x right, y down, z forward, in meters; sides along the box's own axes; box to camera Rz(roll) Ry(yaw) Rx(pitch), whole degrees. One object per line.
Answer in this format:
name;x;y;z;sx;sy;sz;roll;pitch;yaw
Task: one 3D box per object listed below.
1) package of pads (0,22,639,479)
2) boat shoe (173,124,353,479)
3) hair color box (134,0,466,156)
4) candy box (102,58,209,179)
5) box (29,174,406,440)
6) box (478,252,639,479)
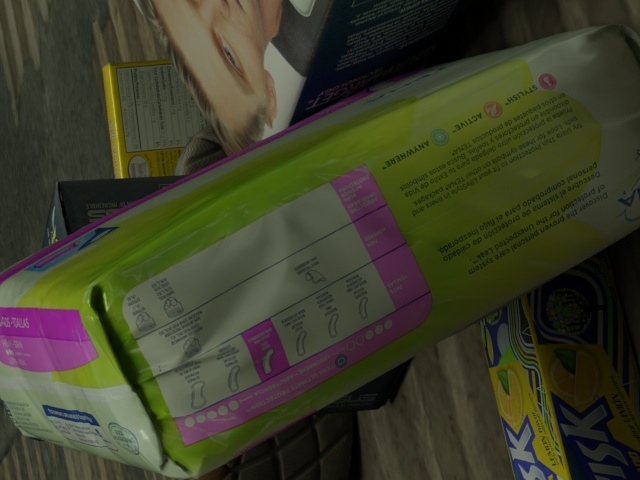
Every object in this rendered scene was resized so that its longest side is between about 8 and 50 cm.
package of pads;0.000;0.000;0.917;0.101;0.296;0.229;65;158;-9
boat shoe;-0.051;0.084;1.320;0.116;0.123;0.324;158;113;-71
hair color box;-0.009;-0.171;1.024;0.174;0.105;0.347;59;161;14
candy box;-0.092;-0.028;1.387;0.027;0.105;0.206;172;92;-68
box;-0.051;0.037;1.134;0.183;0.233;0.059;111;148;-47
box;0.126;0.095;0.954;0.059;0.054;0.169;137;123;-63
